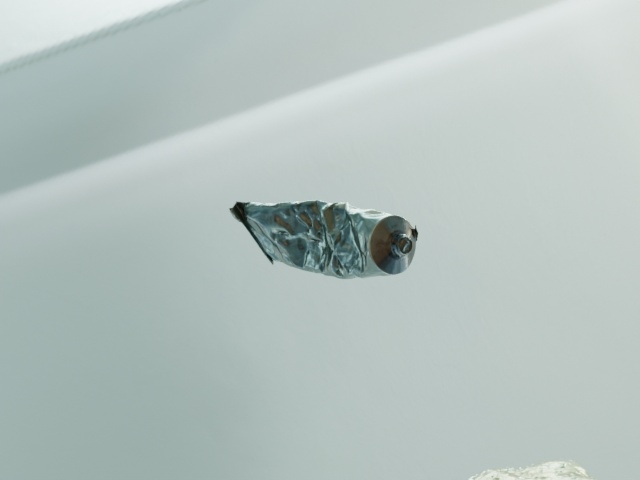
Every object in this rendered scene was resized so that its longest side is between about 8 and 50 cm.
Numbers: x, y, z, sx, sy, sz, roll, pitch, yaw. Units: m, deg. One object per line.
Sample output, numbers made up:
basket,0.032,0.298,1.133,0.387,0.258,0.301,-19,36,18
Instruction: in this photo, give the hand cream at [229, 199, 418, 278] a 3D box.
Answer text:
hand cream,-0.001,0.000,0.939,0.052,0.248,0.075,-21,-75,-35

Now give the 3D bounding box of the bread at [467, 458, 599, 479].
bread,0.162,0.251,0.882,0.181,0.251,0.039,-20,-87,38
